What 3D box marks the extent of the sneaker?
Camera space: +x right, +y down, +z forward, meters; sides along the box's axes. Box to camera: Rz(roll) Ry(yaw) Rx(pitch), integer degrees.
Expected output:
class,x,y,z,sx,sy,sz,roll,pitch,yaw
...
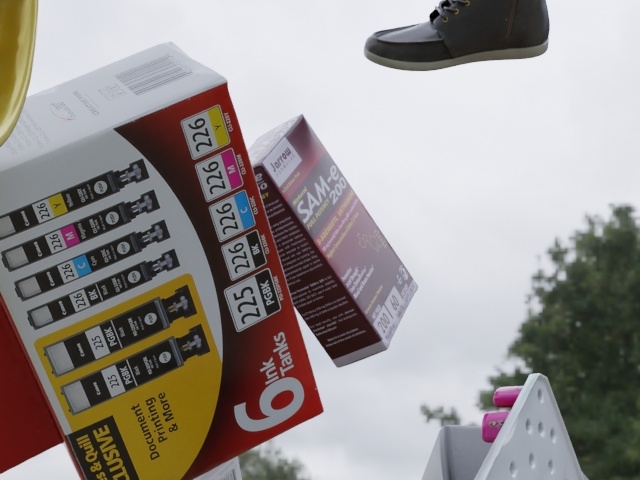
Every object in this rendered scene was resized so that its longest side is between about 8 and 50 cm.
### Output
class,x,y,z,sx,sy,sz,roll,pitch,yaw
sneaker,0.157,-0.271,1.332,0.222,0.083,0.118,-8,-60,-4

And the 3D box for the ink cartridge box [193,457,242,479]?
class,x,y,z,sx,sy,sz,roll,pitch,yaw
ink cartridge box,-0.164,0.329,1.381,0.082,0.139,0.191,18,-53,35

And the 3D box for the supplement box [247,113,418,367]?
class,x,y,z,sx,sy,sz,roll,pitch,yaw
supplement box,0.000,0.000,1.215,0.073,0.130,0.239,-25,-72,32

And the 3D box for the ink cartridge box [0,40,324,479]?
class,x,y,z,sx,sy,sz,roll,pitch,yaw
ink cartridge box,-0.172,0.047,0.878,0.271,0.130,0.309,-25,-59,-16

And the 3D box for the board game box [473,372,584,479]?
class,x,y,z,sx,sy,sz,roll,pitch,yaw
board game box,0.171,0.379,0.974,0.050,0.390,0.390,-9,-67,34

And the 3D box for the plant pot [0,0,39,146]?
class,x,y,z,sx,sy,sz,roll,pitch,yaw
plant pot,-0.306,-0.168,0.630,0.239,0.254,0.254,-1,-22,2

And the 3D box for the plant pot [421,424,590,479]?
class,x,y,z,sx,sy,sz,roll,pitch,yaw
plant pot,0.192,0.307,1.251,0.187,0.167,0.188,5,-53,-13
